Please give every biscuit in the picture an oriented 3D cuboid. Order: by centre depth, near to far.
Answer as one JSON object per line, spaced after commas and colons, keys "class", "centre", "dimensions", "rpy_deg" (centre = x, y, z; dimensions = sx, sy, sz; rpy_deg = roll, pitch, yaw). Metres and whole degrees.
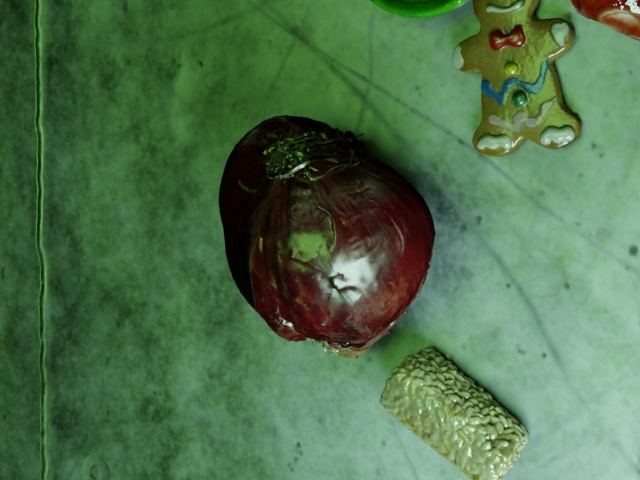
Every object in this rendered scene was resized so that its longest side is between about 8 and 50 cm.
{"class": "biscuit", "centre": [0.201, -0.193, 1.513], "dimensions": [0.138, 0.031, 0.205], "rpy_deg": [-5, 89, 33]}
{"class": "biscuit", "centre": [0.143, 0.189, 1.553], "dimensions": [0.168, 0.070, 0.082], "rpy_deg": [41, 122, 21]}

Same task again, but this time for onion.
{"class": "onion", "centre": [-0.005, -0.015, 1.552], "dimensions": [0.221, 0.281, 0.281], "rpy_deg": [-32, 72, -15]}

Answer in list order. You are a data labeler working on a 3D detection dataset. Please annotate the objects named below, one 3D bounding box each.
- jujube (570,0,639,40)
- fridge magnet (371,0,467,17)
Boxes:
{"class": "jujube", "centre": [0.330, -0.298, 1.359], "dimensions": [0.155, 0.155, 0.230], "rpy_deg": [38, 103, 25]}
{"class": "fridge magnet", "centre": [0.105, -0.340, 1.526], "dimensions": [0.208, 0.088, 0.208], "rpy_deg": [2, 93, 34]}
